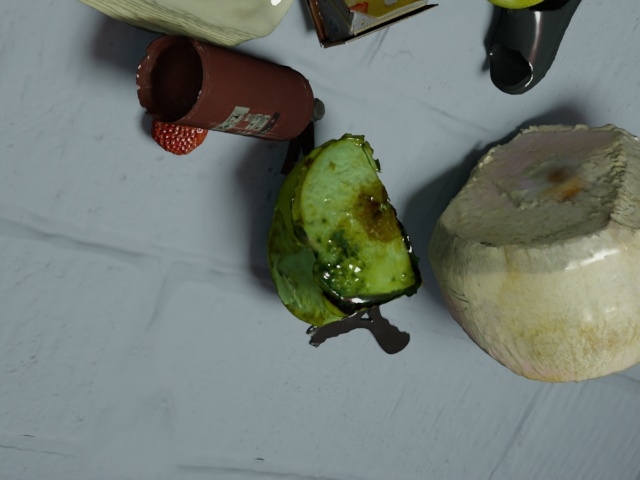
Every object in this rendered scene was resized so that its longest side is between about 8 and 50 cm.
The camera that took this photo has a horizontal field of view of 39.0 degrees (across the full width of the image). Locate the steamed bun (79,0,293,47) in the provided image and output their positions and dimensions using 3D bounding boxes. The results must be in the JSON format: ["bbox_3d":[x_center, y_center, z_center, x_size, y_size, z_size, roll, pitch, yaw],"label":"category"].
[{"bbox_3d":[-0.152,-0.378,1.021,0.290,0.273,0.272,10,94,-35],"label":"steamed bun"}]

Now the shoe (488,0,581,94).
[{"bbox_3d":[0.311,-0.340,1.344,0.093,0.108,0.241,28,93,-38],"label":"shoe"}]

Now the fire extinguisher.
[{"bbox_3d":[-0.093,-0.166,1.184,0.337,0.106,0.147,2,104,-58],"label":"fire extinguisher"}]

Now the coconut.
[{"bbox_3d":[0.388,0.048,1.416,0.404,0.404,0.405,-12,120,-22],"label":"coconut"}]

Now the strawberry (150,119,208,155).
[{"bbox_3d":[-0.180,-0.151,1.200,0.073,0.083,0.073,18,65,-43],"label":"strawberry"}]

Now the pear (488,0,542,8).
[{"bbox_3d":[0.275,-0.416,1.234,0.198,0.198,0.198,-12,120,-22],"label":"pear"}]

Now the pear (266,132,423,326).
[{"bbox_3d":[0.000,0.000,1.303,0.164,0.255,0.238,-22,88,-24],"label":"pear"}]

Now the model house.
[{"bbox_3d":[0.078,-0.353,1.217,0.219,0.207,0.136,-27,159,-21],"label":"model house"}]

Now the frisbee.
[{"bbox_3d":[0.063,0.126,1.512,0.187,0.012,0.211,-17,122,-18],"label":"frisbee"}]
